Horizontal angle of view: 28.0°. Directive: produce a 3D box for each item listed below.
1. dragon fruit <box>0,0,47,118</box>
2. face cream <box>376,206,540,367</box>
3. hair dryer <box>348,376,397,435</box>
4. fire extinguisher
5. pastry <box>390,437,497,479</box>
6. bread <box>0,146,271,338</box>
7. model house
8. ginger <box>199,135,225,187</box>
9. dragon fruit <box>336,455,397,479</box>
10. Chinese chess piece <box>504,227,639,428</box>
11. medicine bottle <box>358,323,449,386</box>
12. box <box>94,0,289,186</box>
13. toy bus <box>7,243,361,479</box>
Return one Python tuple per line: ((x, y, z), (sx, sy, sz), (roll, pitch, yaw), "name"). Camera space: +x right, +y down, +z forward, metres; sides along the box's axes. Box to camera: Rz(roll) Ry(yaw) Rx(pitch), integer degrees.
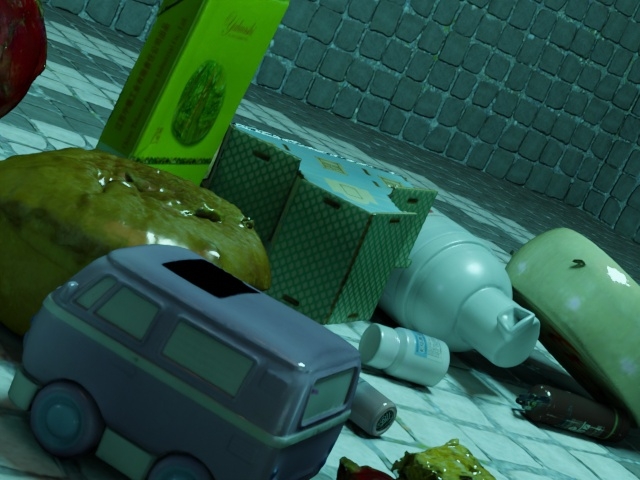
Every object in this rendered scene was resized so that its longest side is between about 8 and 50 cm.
((-0.419, -0.233, 1.412), (0.241, 0.241, 0.252), (27, -4, 12), "dragon fruit")
((0.142, 0.053, 1.541), (0.145, 0.145, 0.369), (17, 15, -35), "face cream")
((0.011, 0.146, 1.121), (0.063, 0.037, 0.114), (34, 22, 34), "hair dryer")
((0.278, 0.192, 1.444), (0.158, 0.043, 0.064), (19, -16, -30), "fire extinguisher")
((0.114, 0.204, 1.004), (0.080, 0.056, 0.140), (4, 24, -33), "pastry")
((-0.170, 0.013, 1.062), (0.268, 0.146, 0.268), (20, 11, -4), "bread")
((0.000, 0.000, 1.379), (0.271, 0.178, 0.206), (19, 15, -24), "model house")
((-0.095, -0.051, 1.577), (0.270, 0.123, 0.219), (35, 15, -1), "ginger")
((0.069, 0.204, 0.758), (0.161, 0.127, 0.120), (24, 19, -4), "dragon fruit")
((0.334, 0.106, 1.559), (0.273, 0.102, 0.273), (50, -3, 4), "Chinese chess piece")
((0.088, 0.119, 1.343), (0.089, 0.052, 0.052), (19, 13, -26), "medicine bottle")
((-0.139, -0.128, 1.259), (0.047, 0.335, 0.187), (31, 12, 16), "box")
((-0.089, 0.092, 0.858), (0.202, 0.142, 0.142), (28, 12, 18), "toy bus")
